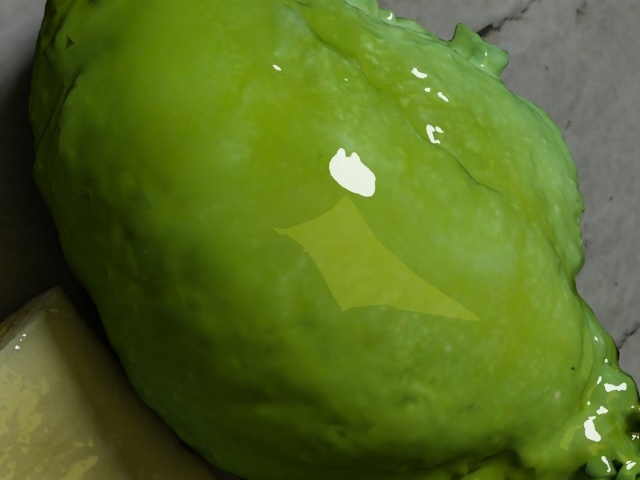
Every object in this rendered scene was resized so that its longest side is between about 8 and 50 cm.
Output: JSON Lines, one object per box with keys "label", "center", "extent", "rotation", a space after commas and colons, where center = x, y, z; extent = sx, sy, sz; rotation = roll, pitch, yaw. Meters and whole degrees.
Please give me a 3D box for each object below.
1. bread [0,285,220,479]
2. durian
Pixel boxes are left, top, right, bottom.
{"label": "bread", "center": [-0.123, 0.130, 0.611], "extent": [0.139, 0.060, 0.178], "rotation": [-44, 110, -24]}
{"label": "durian", "center": [0.000, 0.000, 0.626], "extent": [0.340, 0.204, 0.255], "rotation": [22, 56, -22]}
